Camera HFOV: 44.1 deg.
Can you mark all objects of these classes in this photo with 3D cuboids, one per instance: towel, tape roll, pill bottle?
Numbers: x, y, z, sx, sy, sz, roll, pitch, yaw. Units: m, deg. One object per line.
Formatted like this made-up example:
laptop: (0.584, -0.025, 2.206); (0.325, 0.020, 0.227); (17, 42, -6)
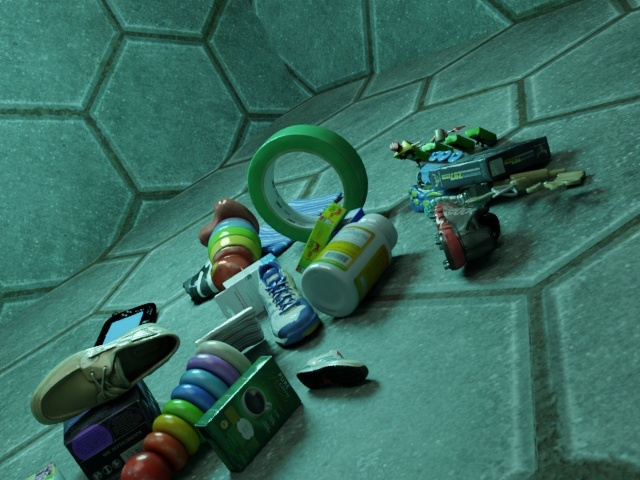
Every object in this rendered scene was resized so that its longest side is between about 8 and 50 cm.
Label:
towel: (-0.189, 0.215, 1.695); (0.144, 0.029, 0.197); (-34, -21, -12)
towel: (-0.111, -0.047, 2.431); (0.243, 0.040, 0.336); (-7, 29, 48)
tape roll: (-0.034, -0.149, 2.126); (0.321, 0.321, 0.077); (-20, 19, 27)
pill bottle: (0.074, 0.045, 1.741); (0.136, 0.136, 0.245); (-13, 24, 42)

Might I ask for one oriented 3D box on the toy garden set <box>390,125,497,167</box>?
toy garden set: (0.330, -0.252, 2.158); (0.244, 0.049, 0.204); (-15, -15, 36)

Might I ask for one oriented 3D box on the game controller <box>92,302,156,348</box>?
game controller: (-0.556, 0.265, 2.242); (0.166, 0.067, 0.319); (-28, 19, 5)

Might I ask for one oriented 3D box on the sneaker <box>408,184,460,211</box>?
sneaker: (0.282, -0.111, 1.978); (0.078, 0.067, 0.188); (-15, 9, -26)

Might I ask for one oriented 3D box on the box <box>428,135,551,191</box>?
box: (0.399, -0.180, 1.859); (0.233, 0.059, 0.183); (-21, 8, -37)

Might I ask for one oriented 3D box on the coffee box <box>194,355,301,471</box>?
coffee box: (-0.124, 0.305, 1.400); (0.040, 0.113, 0.184); (-13, 26, 49)

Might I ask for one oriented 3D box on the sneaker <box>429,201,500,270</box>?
sneaker: (0.303, -0.025, 1.644); (0.135, 0.097, 0.276); (-20, 16, 9)

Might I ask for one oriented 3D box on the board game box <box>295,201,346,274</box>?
board game box: (0.000, 0.000, 1.964); (0.092, 0.043, 0.181); (-53, -10, -49)

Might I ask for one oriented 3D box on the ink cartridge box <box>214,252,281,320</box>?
ink cartridge box: (-0.168, 0.124, 1.955); (0.180, 0.104, 0.060); (-32, 18, -8)

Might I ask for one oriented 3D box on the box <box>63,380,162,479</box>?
box: (-0.419, 0.373, 1.614); (0.165, 0.143, 0.270); (-31, 19, -10)

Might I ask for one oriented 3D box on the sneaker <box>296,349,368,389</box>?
sneaker: (0.029, 0.227, 1.453); (0.161, 0.057, 0.075); (-17, 28, 42)

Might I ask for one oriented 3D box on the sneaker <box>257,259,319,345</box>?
sneaker: (-0.092, 0.134, 1.774); (0.112, 0.131, 0.296); (-30, 19, -7)

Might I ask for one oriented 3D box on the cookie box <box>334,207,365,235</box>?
cookie box: (0.086, -0.015, 1.955); (0.040, 0.092, 0.107); (-12, 24, 33)

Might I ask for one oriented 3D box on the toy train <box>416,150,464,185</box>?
toy train: (0.317, -0.179, 2.063); (0.105, 0.080, 0.184); (-41, 20, -13)

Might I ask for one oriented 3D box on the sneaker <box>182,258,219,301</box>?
sneaker: (-0.344, 0.104, 2.321); (0.121, 0.079, 0.217); (-25, 19, 13)

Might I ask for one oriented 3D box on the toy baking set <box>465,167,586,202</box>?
toy baking set: (0.434, -0.122, 1.676); (0.256, 0.030, 0.197); (-10, 8, 13)

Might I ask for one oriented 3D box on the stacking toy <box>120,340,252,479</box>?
stacking toy: (-0.259, 0.347, 1.487); (0.141, 0.141, 0.330); (-12, 30, 43)

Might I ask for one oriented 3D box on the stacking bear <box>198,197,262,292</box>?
stacking bear: (-0.243, 0.044, 2.193); (0.175, 0.164, 0.289); (-56, 23, 27)

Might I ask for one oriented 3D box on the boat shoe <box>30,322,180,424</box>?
boat shoe: (-0.411, 0.256, 1.526); (0.302, 0.109, 0.098); (-29, 16, -30)

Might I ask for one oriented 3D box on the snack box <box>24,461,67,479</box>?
snack box: (-0.574, 0.543, 1.527); (0.174, 0.070, 0.207); (-33, 20, -12)

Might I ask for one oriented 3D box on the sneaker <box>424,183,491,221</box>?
sneaker: (0.327, -0.090, 1.859); (0.166, 0.065, 0.076); (-18, 6, 23)
